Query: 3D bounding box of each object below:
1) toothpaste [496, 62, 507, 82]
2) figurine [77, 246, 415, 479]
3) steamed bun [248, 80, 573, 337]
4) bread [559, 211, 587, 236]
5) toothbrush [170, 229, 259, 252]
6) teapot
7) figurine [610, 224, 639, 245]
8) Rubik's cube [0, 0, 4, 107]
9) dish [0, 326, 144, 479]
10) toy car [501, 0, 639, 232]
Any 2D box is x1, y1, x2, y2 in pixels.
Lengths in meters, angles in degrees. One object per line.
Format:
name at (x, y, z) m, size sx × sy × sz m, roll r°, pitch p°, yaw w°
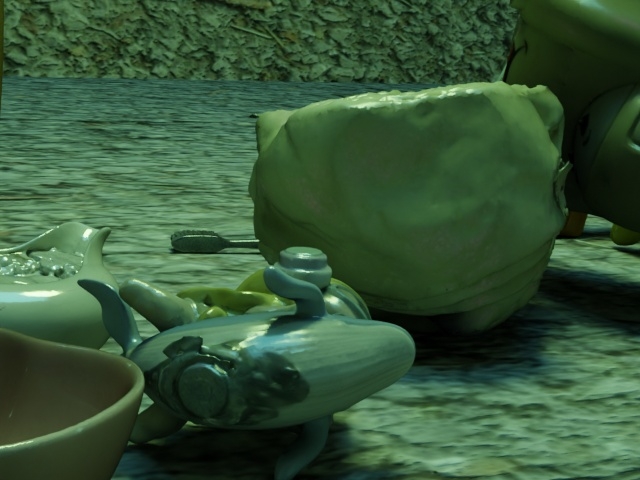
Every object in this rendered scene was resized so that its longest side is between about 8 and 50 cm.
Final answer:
toothpaste at (0.355, -0.109, 1.480) m, size 0.336 × 0.081 × 0.067 m, roll 27°, pitch 5°, yaw -18°
figurine at (-0.046, 0.067, 0.765) m, size 0.208 × 0.128 × 0.184 m, roll 2°, pitch 10°, yaw 11°
steamed bun at (0.084, -0.024, 1.041) m, size 0.275 × 0.206 × 0.320 m, roll -6°, pitch 5°, yaw 41°
bread at (0.283, -0.049, 1.479) m, size 0.070 × 0.083 × 0.077 m, roll 10°, pitch 11°, yaw -5°
toothbrush at (0.001, 0.001, 1.309) m, size 0.321 × 0.023 × 0.031 m, roll 1°, pitch 22°, yaw -15°
teapot at (-0.215, 0.051, 0.855) m, size 0.145 × 0.092 × 0.226 m, roll 5°, pitch 13°, yaw 20°
figurine at (0.479, -0.048, 1.346) m, size 0.326 × 0.169 × 0.218 m, roll -3°, pitch 6°, yaw -12°
Rubik's cube at (-0.534, -0.179, 1.201) m, size 0.351 × 0.352 × 0.347 m, roll 9°, pitch 13°, yaw 12°
dish at (-0.195, 0.108, 0.607) m, size 0.213 × 0.090 × 0.213 m, roll 5°, pitch 10°, yaw -1°
toy car at (0.296, -0.089, 1.116) m, size 0.336 × 0.242 × 0.226 m, roll 28°, pitch 50°, yaw 17°
